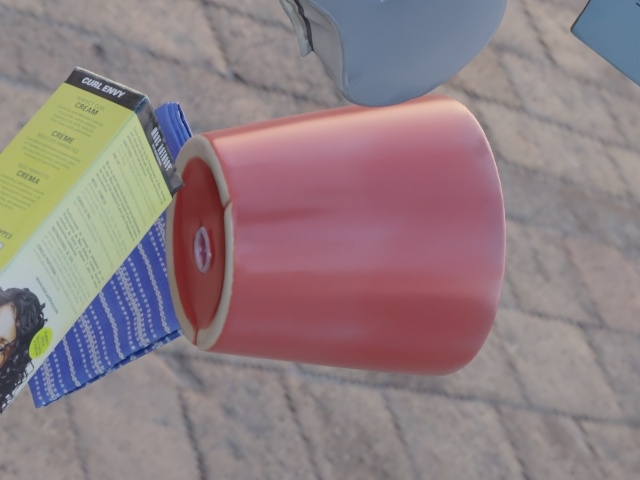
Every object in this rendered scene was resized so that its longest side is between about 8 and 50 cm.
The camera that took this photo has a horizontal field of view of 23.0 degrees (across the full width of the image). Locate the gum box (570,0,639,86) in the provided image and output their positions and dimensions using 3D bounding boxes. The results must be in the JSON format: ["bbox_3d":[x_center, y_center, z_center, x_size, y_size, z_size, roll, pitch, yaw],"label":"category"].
[{"bbox_3d":[0.185,-0.062,0.476,0.184,0.157,0.041,40,59,9],"label":"gum box"}]

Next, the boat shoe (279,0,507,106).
[{"bbox_3d":[0.003,-0.201,0.960,0.156,0.136,0.367,61,12,20],"label":"boat shoe"}]

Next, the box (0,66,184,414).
[{"bbox_3d":[-0.171,0.018,0.866,0.058,0.087,0.232,23,64,26],"label":"box"}]

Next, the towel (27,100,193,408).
[{"bbox_3d":[-0.244,0.020,1.782,0.040,0.336,0.243,-2,65,-62],"label":"towel"}]

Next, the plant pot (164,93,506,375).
[{"bbox_3d":[0.000,0.000,1.438,0.243,0.275,0.275,-2,52,-22],"label":"plant pot"}]
